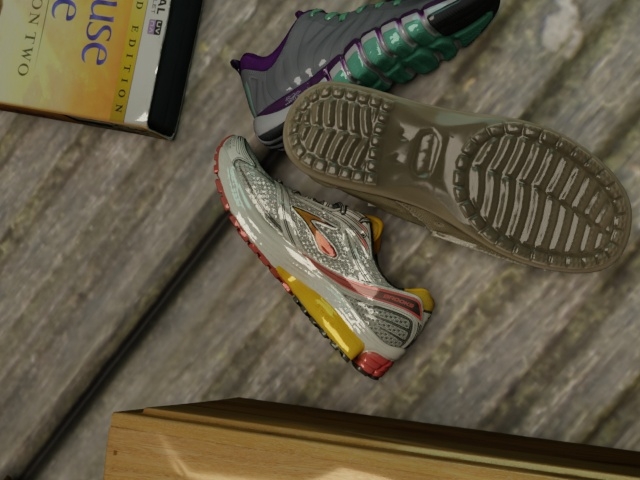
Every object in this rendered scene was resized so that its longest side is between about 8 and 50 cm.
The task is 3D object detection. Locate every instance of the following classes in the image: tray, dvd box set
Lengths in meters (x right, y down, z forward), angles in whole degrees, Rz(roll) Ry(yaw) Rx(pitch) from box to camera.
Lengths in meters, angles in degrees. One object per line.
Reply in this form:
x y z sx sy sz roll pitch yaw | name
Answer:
0.083 0.169 0.683 0.410 0.203 0.076 6 86 17 | tray
-0.300 -0.273 0.912 0.420 0.062 0.308 12 89 18 | dvd box set

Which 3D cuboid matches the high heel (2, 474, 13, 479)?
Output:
-0.415 0.188 0.867 0.181 0.127 0.377 -42 78 -1 | high heel

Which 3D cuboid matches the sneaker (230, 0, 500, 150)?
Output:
0.028 -0.166 0.795 0.223 0.083 0.098 -29 73 13 | sneaker

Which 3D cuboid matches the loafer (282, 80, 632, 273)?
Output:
0.104 -0.051 0.759 0.268 0.092 0.102 22 90 2 | loafer

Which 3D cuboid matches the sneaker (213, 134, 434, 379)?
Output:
0.000 0.000 0.795 0.092 0.088 0.225 -42 82 1 | sneaker
